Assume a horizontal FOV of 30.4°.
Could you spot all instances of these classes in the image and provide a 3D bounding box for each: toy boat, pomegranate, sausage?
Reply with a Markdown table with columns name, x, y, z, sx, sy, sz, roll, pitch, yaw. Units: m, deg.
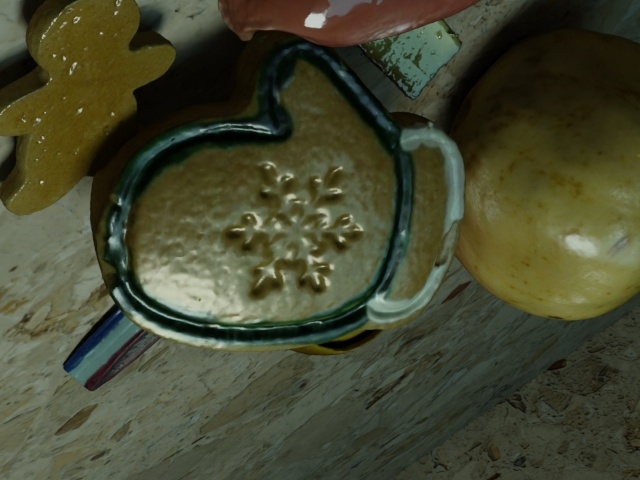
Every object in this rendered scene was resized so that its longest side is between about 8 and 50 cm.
| name | x | y | z | sx | sy | sz | roll | pitch | yaw |
| --- | --- | --- | --- | --- | --- | --- | --- | --- | --- |
| toy boat | -0.189 | 0.082 | 1.290 | 0.229 | 0.046 | 0.080 | -42 | 155 | 16 |
| pomegranate | 0.301 | -0.062 | 1.331 | 0.342 | 0.342 | 0.342 | -31 | 157 | -15 |
| sausage | 0.045 | -0.224 | 0.900 | 0.254 | 0.148 | 0.148 | -24 | 155 | -28 |

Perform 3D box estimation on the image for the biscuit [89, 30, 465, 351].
| name | x | y | z | sx | sy | sz | roll | pitch | yaw |
| --- | --- | --- | --- | --- | --- | --- | --- | --- | --- |
| biscuit | -0.023 | -0.040 | 1.014 | 0.344 | 0.057 | 0.287 | 0 | 110 | -25 |

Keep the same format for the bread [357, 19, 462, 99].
| name | x | y | z | sx | sy | sz | roll | pitch | yaw |
| --- | --- | --- | --- | --- | --- | --- | --- | --- | --- |
| bread | 0.072 | -0.195 | 1.080 | 0.084 | 0.080 | 0.109 | -44 | 160 | 10 |

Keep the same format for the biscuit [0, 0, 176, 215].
| name | x | y | z | sx | sy | sz | roll | pitch | yaw |
| --- | --- | --- | --- | --- | --- | --- | --- | --- | --- |
| biscuit | -0.187 | -0.115 | 0.907 | 0.158 | 0.035 | 0.240 | -28 | 157 | -29 |

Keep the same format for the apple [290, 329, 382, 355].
| name | x | y | z | sx | sy | sz | roll | pitch | yaw |
| --- | --- | --- | --- | --- | --- | --- | --- | --- | --- |
| apple | 0.000 | 0.000 | 1.187 | 0.237 | 0.207 | 0.237 | -33 | 157 | -16 |
